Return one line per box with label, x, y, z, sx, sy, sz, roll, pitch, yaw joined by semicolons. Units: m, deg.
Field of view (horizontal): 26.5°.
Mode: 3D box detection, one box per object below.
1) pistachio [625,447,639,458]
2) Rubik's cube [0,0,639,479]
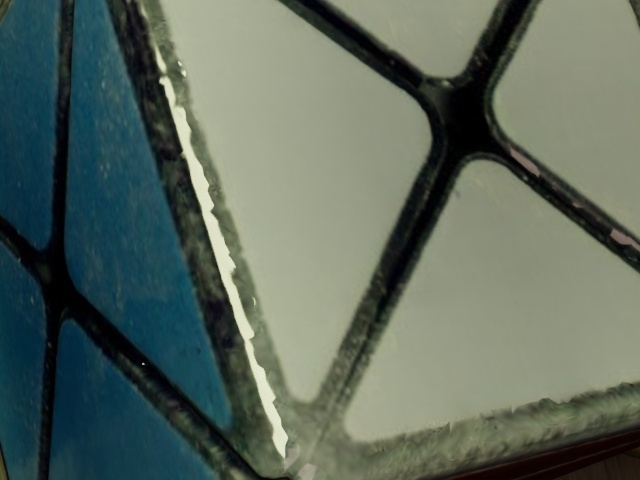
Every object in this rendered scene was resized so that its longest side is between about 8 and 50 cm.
pistachio;0.196;0.076;0.842;0.189;0.100;0.110;35;62;-29
Rubik's cube;0.000;0.000;0.600;0.254;0.259;0.260;-8;75;-34
